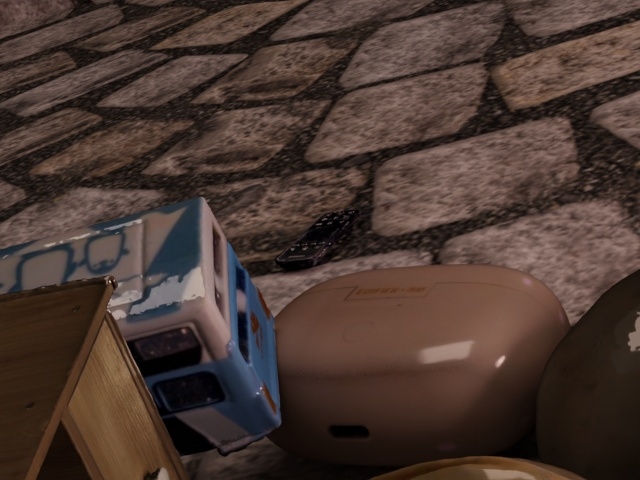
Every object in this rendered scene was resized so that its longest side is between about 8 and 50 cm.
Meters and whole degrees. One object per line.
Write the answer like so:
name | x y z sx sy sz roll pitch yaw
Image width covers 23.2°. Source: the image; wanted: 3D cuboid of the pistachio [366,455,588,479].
pistachio | 0.054 0.151 0.684 0.185 0.124 0.124 -10 22 28

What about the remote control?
remote control | 0.000 0.000 1.257 0.039 0.014 0.096 -5 23 30

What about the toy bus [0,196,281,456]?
toy bus | -0.179 0.079 0.886 0.297 0.131 0.106 -14 42 7

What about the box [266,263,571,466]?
box | 0.050 0.073 0.929 0.200 0.088 0.146 -3 26 33

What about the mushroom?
mushroom | 0.200 0.062 0.824 0.188 0.117 0.141 -22 32 -22

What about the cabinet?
cabinet | -0.149 0.153 0.732 0.148 0.174 0.215 -11 30 16
